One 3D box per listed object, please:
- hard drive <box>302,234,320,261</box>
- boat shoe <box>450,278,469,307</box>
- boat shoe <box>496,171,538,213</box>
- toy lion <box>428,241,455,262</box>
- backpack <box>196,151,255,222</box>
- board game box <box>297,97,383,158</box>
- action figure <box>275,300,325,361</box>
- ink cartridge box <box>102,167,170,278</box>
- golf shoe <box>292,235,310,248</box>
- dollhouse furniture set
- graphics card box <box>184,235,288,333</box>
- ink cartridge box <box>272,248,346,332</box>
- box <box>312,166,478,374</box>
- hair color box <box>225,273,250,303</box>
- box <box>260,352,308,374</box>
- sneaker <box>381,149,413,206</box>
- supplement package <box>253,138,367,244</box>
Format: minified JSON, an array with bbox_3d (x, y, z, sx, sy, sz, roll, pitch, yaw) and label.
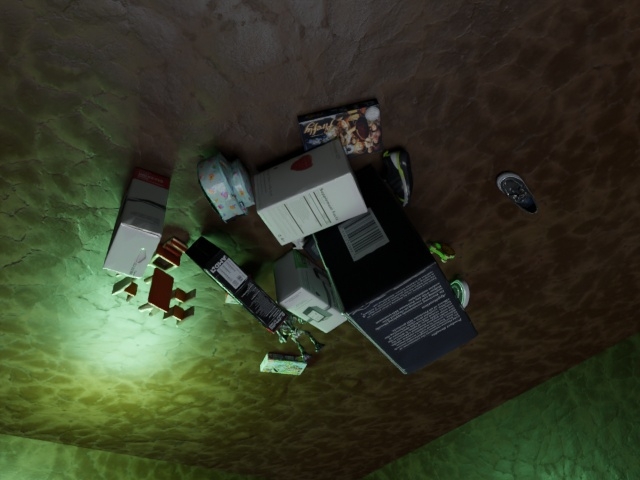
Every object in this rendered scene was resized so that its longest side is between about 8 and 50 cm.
[{"bbox_3d":[0.000,0.000,1.640,0.135,0.022,0.094,-53,134,-14],"label":"hard drive"},{"bbox_3d":[0.559,0.288,2.022,0.105,0.113,0.306,-10,145,-23],"label":"boat shoe"},{"bbox_3d":[0.727,-0.166,1.652,0.080,0.076,0.228,-38,129,23],"label":"boat shoe"},{"bbox_3d":[0.488,0.039,1.798,0.100,0.096,0.034,35,128,12],"label":"toy lion"},{"bbox_3d":[-0.288,-0.171,1.373,0.144,0.166,0.188,-26,136,10],"label":"backpack"},{"bbox_3d":[0.065,-0.326,1.386,0.243,0.042,0.165,-13,134,1],"label":"board game box"},{"bbox_3d":[-0.115,0.383,1.937,0.164,0.276,0.141,-40,172,-7],"label":"action figure"},{"bbox_3d":[-0.547,-0.054,1.356,0.114,0.273,0.197,19,126,-27],"label":"ink cartridge box"},{"bbox_3d":[-0.091,-0.026,1.624,0.086,0.069,0.176,-14,133,9],"label":"golf shoe"},{"bbox_3d":[-0.534,0.125,1.537,0.135,0.259,0.262,-31,132,21],"label":"dollhouse furniture set"},{"bbox_3d":[-0.296,0.155,1.597,0.094,0.233,0.371,-48,121,-12],"label":"graphics card box"},{"bbox_3d":[-0.038,0.196,1.744,0.121,0.211,0.289,-36,131,19],"label":"ink cartridge box"},{"bbox_3d":[0.226,0.104,1.496,0.297,0.480,0.472,-31,135,8],"label":"box"},{"bbox_3d":[-0.327,0.190,1.792,0.072,0.043,0.141,11,129,-21],"label":"hair color box"},{"bbox_3d":[-0.179,0.607,2.222,0.207,0.036,0.114,12,129,-21],"label":"box"},{"bbox_3d":[0.257,-0.213,1.527,0.097,0.084,0.235,3,137,20],"label":"sneaker"},{"bbox_3d":[-0.033,-0.147,1.385,0.293,0.177,0.175,-22,137,10],"label":"supplement package"}]
